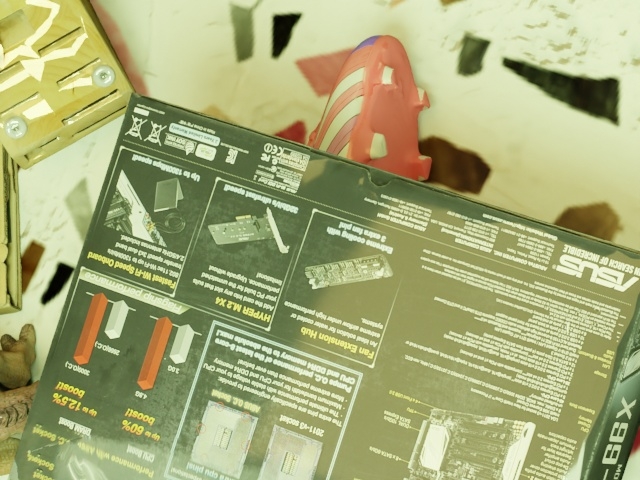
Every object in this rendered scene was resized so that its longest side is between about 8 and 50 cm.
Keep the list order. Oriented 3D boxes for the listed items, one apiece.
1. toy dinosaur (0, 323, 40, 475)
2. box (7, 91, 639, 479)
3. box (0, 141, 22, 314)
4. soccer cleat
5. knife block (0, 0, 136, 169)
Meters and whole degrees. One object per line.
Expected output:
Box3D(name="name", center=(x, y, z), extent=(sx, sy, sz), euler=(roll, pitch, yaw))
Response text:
Box3D(name="toy dinosaur", center=(-0.261, 0.095, 1.167), extent=(0.296, 0.200, 0.127), euler=(-4, 76, 21))
Box3D(name="box", center=(0.007, 0.080, 1.052), extent=(0.307, 0.076, 0.242), euler=(18, 91, 21))
Box3D(name="box", center=(-0.288, -0.020, 1.305), extent=(0.201, 0.021, 0.164), euler=(-10, 74, 21))
Box3D(name="soccer cleat", center=(0.000, 0.000, 1.150), extent=(0.095, 0.083, 0.248), euler=(4, 82, 28))
Box3D(name="knife block", center=(-0.225, -0.207, 1.291), extent=(0.088, 0.242, 0.275), euler=(-29, 110, 2))
